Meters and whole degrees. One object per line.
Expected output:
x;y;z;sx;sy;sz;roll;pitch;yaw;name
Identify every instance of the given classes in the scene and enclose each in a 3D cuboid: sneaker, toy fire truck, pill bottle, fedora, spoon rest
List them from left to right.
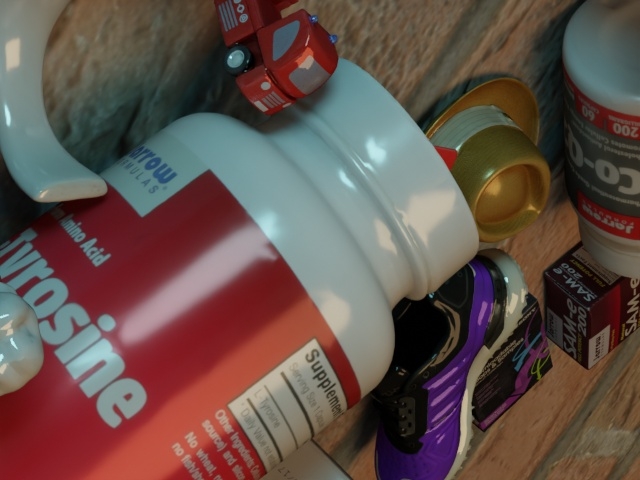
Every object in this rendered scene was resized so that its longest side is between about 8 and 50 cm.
-0.150;-0.165;0.876;0.137;0.084;0.276;-8;116;-48;spoon rest
-0.102;0.063;0.990;0.407;0.229;0.229;-37;146;-11;pill bottle
-0.010;-0.187;0.946;0.135;0.192;0.047;-26;151;18;toy fire truck
0.085;0.139;1.449;0.146;0.102;0.293;-7;124;-41;sneaker
0.151;-0.053;1.333;0.194;0.079;0.194;-32;144;-26;fedora
0.311;-0.096;1.404;0.161;0.161;0.283;-37;146;-18;pill bottle

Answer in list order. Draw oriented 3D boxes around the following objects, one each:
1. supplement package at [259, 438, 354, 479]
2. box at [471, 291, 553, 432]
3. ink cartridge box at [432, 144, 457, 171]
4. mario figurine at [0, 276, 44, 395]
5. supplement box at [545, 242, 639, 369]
-0.040;0.260;1.265;0.175;0.177;0.293;-45;166;-5;supplement package
0.201;0.134;1.636;0.116;0.029;0.162;-42;146;-11;box
0.000;0.000;1.208;0.134;0.078;0.231;6;119;-53;ink cartridge box
-0.256;-0.004;0.758;0.198;0.170;0.321;2;98;-40;mario figurine
0.361;0.024;1.673;0.239;0.073;0.130;-37;146;-17;supplement box
